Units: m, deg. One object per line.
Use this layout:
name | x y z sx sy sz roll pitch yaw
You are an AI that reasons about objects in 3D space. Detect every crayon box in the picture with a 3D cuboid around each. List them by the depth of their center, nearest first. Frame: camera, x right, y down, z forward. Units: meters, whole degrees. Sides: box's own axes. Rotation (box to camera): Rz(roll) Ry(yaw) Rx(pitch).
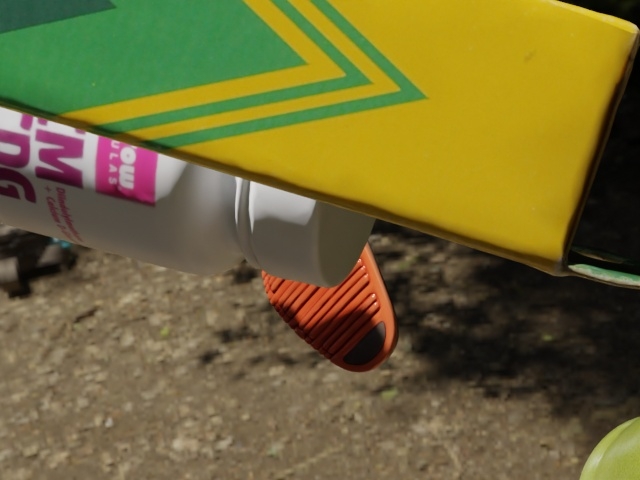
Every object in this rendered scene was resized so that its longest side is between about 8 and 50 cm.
crayon box | -0.015 -0.063 0.426 0.319 0.081 0.202 17 5 1

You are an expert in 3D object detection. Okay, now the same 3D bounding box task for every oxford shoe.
oxford shoe | 0.000 0.000 0.935 0.098 0.097 0.271 24 29 -51

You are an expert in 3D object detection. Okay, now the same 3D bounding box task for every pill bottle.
pill bottle | -0.108 -0.070 0.680 0.283 0.160 0.160 14 28 17

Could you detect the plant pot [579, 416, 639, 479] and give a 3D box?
plant pot | 0.446 0.287 1.156 0.367 0.366 0.353 -14 -8 -16
